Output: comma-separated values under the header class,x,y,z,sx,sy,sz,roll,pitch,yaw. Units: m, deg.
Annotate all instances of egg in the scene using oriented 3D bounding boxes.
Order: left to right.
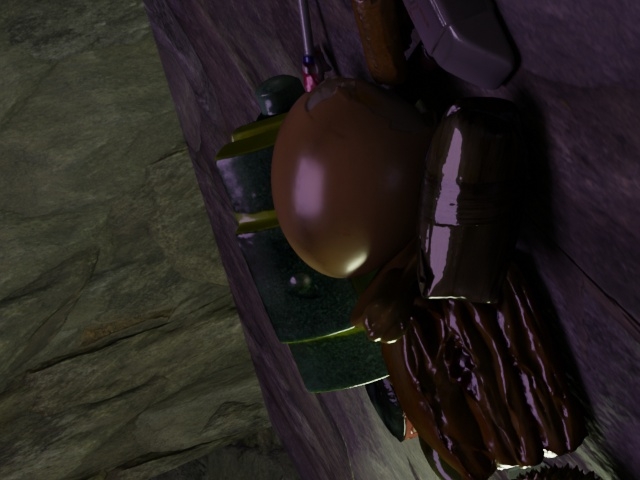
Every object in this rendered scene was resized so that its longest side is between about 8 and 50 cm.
class,x,y,z,sx,sy,sz,roll,pitch,yaw
egg,0.040,-0.071,1.408,0.201,0.201,0.244,-131,50,-57

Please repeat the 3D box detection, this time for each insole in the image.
class,x,y,z,sx,sy,sz,roll,pitch,yaw
insole,0.291,0.330,1.633,0.232,0.003,0.080,127,120,-76

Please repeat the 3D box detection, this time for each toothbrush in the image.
class,x,y,z,sx,sy,sz,roll,pitch,yaw
toothbrush,0.100,-0.179,1.485,0.364,0.041,0.040,130,118,-77

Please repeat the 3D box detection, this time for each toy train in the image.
class,x,y,z,sx,sy,sz,roll,pitch,yaw
toy train,0.000,0.000,1.659,0.272,0.179,0.442,-68,-40,-61

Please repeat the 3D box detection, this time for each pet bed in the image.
class,x,y,z,sx,sy,sz,roll,pitch,yaw
pet bed,0.118,0.261,2.160,0.201,0.054,0.201,61,166,26

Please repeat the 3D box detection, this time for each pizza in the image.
class,x,y,z,sx,sy,sz,roll,pitch,yaw
pizza,0.069,-0.274,1.345,0.154,0.069,0.193,64,-162,-53

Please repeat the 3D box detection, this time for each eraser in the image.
class,x,y,z,sx,sy,sz,roll,pitch,yaw
eraser,0.093,-0.310,1.227,0.089,0.061,0.351,116,131,-76

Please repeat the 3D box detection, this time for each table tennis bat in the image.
class,x,y,z,sx,sy,sz,roll,pitch,yaw
table tennis bat,0.093,0.043,1.427,0.050,0.198,0.321,41,-161,-4

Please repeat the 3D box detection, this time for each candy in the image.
class,x,y,z,sx,sy,sz,roll,pitch,yaw
candy,-0.016,-0.249,1.772,0.124,0.124,0.365,-140,39,-66

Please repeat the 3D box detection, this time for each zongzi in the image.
class,x,y,z,sx,sy,sz,roll,pitch,yaw
zongzi,0.167,-0.077,1.290,0.242,0.112,0.221,-71,-11,-58

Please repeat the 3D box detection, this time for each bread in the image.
class,x,y,z,sx,sy,sz,roll,pitch,yaw
bread,0.167,0.154,1.469,0.324,0.167,0.277,171,78,-77

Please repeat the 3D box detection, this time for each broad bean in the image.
class,x,y,z,sx,sy,sz,roll,pitch,yaw
broad bean,0.167,0.285,1.973,0.067,0.075,0.325,19,-151,-40

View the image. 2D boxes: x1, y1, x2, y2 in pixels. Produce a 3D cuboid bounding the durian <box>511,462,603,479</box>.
class,x,y,z,sx,sy,sz,roll,pitch,yaw
durian,0.294,0.353,1.341,0.193,0.138,0.237,49,157,42
